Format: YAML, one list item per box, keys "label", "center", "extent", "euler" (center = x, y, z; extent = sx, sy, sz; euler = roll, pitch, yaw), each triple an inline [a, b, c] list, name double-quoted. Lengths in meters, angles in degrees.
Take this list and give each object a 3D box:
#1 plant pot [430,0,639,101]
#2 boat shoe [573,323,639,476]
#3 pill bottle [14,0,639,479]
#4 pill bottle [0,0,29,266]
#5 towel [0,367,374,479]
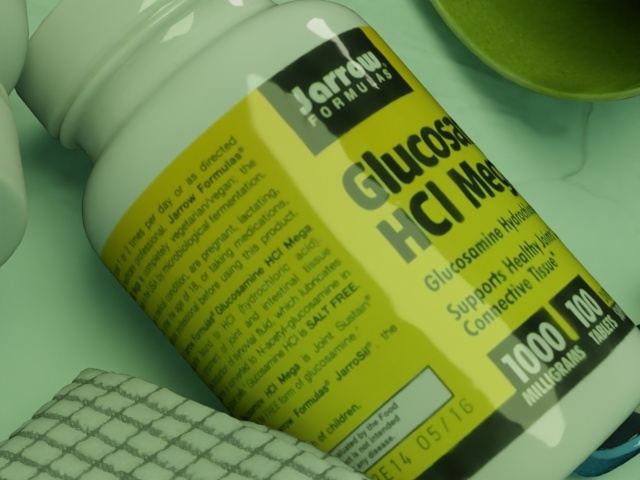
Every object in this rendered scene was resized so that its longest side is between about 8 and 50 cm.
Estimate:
- label: "plant pot"
  center: [0.242, -0.251, 1.058]
  extent: [0.293, 0.275, 0.274]
  euler: [-20, 74, -44]
- label: "boat shoe"
  center: [0.235, 0.042, 0.985]
  extent: [0.258, 0.109, 0.089]
  euler: [-26, 74, -31]
- label: "pill bottle"
  center: [0.000, 0.000, 0.862]
  extent: [0.188, 0.188, 0.334]
  euler: [-38, 83, -31]
- label: "pill bottle"
  center: [-0.255, -0.154, 0.813]
  extent: [0.204, 0.204, 0.361]
  euler: [-2, 62, -22]
- label: "towel"
  center: [-0.054, 0.188, 0.713]
  extent: [0.284, 0.121, 0.235]
  euler: [19, 34, 25]
